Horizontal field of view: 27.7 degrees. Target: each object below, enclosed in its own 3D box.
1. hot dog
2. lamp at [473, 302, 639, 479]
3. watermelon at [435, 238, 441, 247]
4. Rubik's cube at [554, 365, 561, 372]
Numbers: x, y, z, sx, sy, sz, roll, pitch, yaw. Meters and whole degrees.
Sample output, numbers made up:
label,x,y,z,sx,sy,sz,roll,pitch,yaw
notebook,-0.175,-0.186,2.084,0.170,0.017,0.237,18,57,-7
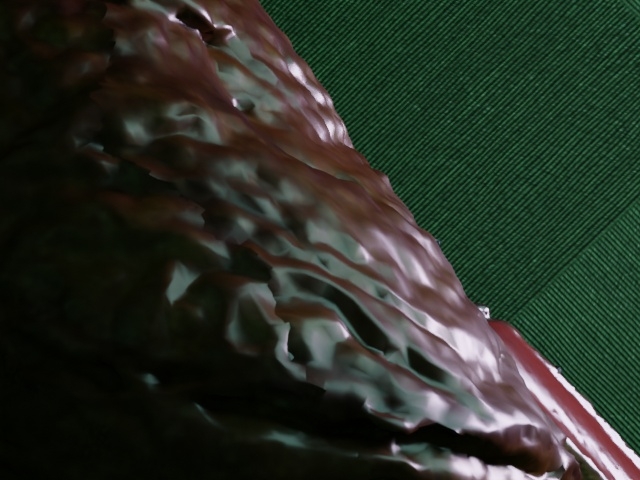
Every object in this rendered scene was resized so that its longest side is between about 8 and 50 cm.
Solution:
label,x,y,z,sx,sy,sz,roll,pitch,yaw
hot dog,-0.060,0.004,0.497,0.387,0.174,0.267,58,10,33
lamp,0.117,0.168,0.854,0.274,0.177,0.177,46,1,5
watermelon,0.000,0.000,1.547,0.201,0.213,0.262,46,1,26
Rubik's cube,0.319,0.305,2.083,0.250,0.234,0.284,46,0,-17
